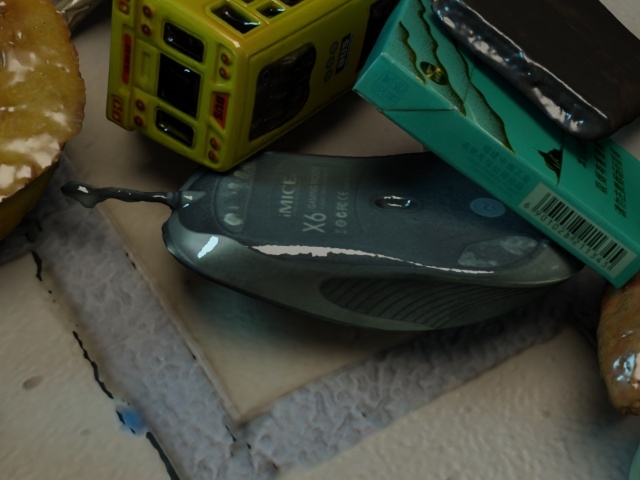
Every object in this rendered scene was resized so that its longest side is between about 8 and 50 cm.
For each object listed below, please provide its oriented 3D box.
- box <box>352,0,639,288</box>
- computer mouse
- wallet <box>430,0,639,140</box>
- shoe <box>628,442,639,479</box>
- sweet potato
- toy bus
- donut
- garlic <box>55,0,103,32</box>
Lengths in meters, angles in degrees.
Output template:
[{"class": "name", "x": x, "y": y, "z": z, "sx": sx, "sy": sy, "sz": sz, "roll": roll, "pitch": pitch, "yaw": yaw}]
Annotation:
[{"class": "box", "x": 0.134, "y": -0.078, "z": 0.817, "sx": 0.226, "sy": 0.042, "sz": 0.161, "roll": 36, "pitch": 28, "yaw": -7}, {"class": "computer mouse", "x": 0.000, "y": 0.000, "z": 0.832, "sx": 0.379, "sy": 0.090, "sz": 0.167, "roll": 7, "pitch": 33, "yaw": 3}, {"class": "wallet", "x": 0.200, "y": -0.153, "z": 0.920, "sx": 0.165, "sy": 0.042, "sz": 0.309, "roll": 42, "pitch": 28, "yaw": 11}, {"class": "shoe", "x": 0.309, "y": 0.115, "z": 0.790, "sx": 0.275, "sy": 0.098, "sz": 0.103, "roll": -23, "pitch": 68, "yaw": -27}, {"class": "sweet potato", "x": 0.245, "y": 0.041, "z": 0.808, "sx": 0.097, "sy": 0.097, "sz": 0.251, "roll": 28, "pitch": 35, "yaw": 13}, {"class": "toy bus", "x": -0.018, "y": -0.186, "z": 0.913, "sx": 0.151, "sy": 0.145, "sz": 0.331, "roll": 31, "pitch": 44, "yaw": 21}, {"class": "donut", "x": -0.312, "y": -0.088, "z": 0.825, "sx": 0.277, "sy": 0.108, "sz": 0.277, "roll": 7, "pitch": 55, "yaw": -10}, {"class": "garlic", "x": -0.174, "y": -0.272, "z": 0.969, "sx": 0.245, "sy": 0.245, "sz": 0.253, "roll": 23, "pitch": 88, "yaw": 9}]
